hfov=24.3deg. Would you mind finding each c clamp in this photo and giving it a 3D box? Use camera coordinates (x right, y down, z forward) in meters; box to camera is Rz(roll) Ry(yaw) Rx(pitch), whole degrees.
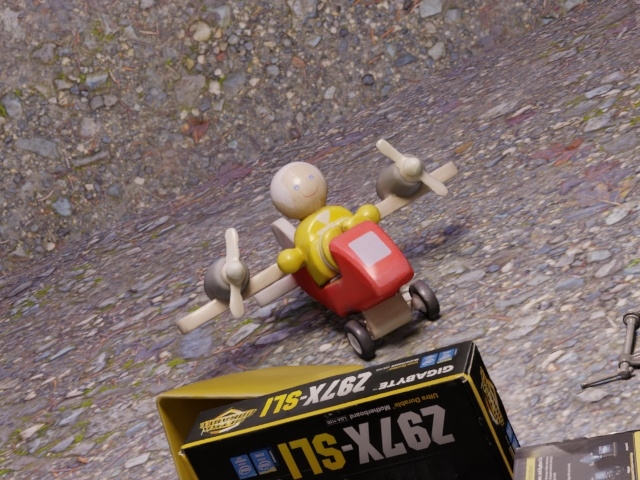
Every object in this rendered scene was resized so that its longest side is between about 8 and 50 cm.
[{"bbox_3d":[0.397,0.120,1.829,0.137,0.022,0.161,-14,22,29],"label":"c clamp"}]

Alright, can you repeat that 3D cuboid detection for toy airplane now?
[{"bbox_3d":[0.000,0.000,2.250,0.384,0.272,0.386,-15,21,27],"label":"toy airplane"}]

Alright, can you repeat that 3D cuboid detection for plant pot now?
[{"bbox_3d":[-0.036,0.247,1.770,0.212,0.212,0.187,-6,15,44],"label":"plant pot"}]

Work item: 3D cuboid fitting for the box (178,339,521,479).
[{"bbox_3d":[0.053,0.261,1.517,0.322,0.257,0.079,-16,20,21],"label":"box"}]

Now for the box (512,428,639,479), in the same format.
[{"bbox_3d":[0.311,0.261,1.195,0.318,0.097,0.395,-10,16,12],"label":"box"}]
